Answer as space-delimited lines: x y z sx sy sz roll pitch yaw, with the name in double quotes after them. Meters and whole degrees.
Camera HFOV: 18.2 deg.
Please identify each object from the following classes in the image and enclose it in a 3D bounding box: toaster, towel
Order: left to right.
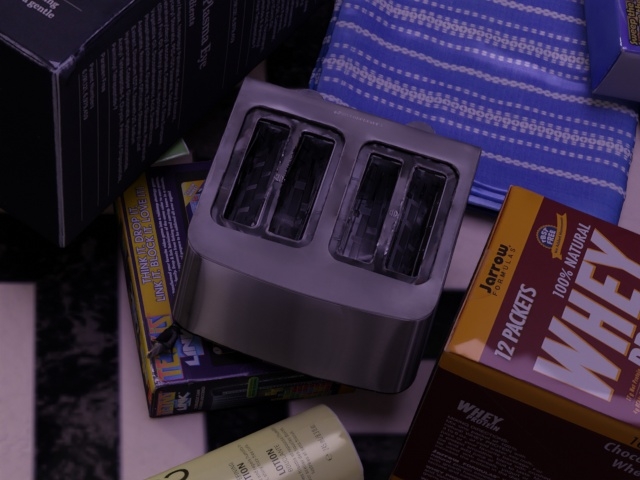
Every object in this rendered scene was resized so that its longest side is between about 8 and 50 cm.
0.000 0.000 1.268 0.168 0.110 0.185 17 58 3 "toaster"
0.129 -0.162 1.488 0.243 0.040 0.336 16 57 -1 "towel"

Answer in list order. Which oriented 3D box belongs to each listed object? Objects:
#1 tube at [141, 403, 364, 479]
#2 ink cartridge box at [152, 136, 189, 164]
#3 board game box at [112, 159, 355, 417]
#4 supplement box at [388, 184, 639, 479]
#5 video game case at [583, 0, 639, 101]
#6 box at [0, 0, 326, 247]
-0.089 0.177 1.235 0.240 0.062 0.070 -23 24 -16 "tube"
-0.174 -0.105 1.377 0.109 0.062 0.209 -15 56 -17 "ink cartridge box"
-0.058 0.027 1.336 0.141 0.048 0.170 -6 60 -11 "board game box"
0.166 0.098 1.242 0.191 0.194 0.129 22 58 5 "supplement box"
0.318 -0.213 1.519 0.244 0.061 0.269 10 57 -15 "video game case"
-0.197 -0.222 1.311 0.343 0.179 0.312 33 58 18 "box"
